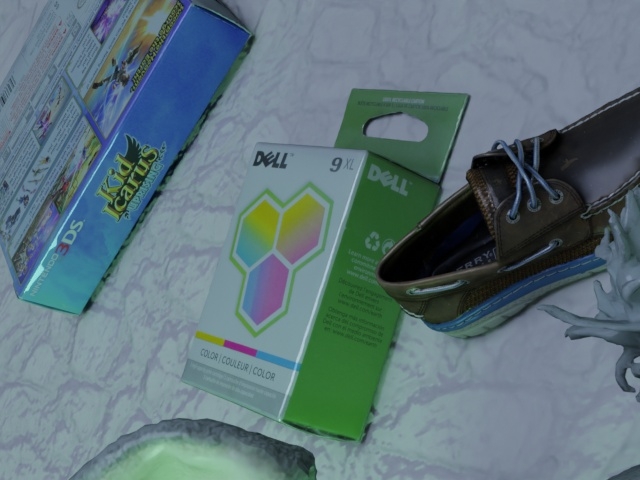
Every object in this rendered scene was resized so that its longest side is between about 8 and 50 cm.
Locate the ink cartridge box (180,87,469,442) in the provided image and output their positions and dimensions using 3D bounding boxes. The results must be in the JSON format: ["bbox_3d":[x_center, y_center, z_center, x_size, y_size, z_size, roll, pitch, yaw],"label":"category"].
[{"bbox_3d":[0.000,0.000,0.672,0.109,0.062,0.209,11,81,53],"label":"ink cartridge box"}]

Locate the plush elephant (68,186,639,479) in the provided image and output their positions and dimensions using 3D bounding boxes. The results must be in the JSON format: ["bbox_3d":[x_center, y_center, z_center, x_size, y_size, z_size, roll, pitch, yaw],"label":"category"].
[{"bbox_3d":[0.045,0.168,0.380,0.255,0.272,0.330,-33,45,43],"label":"plush elephant"}]

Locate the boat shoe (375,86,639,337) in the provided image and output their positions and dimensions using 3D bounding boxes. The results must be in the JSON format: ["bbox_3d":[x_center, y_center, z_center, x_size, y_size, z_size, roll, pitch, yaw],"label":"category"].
[{"bbox_3d":[0.101,-0.014,0.551,0.183,0.066,0.066,-43,44,29],"label":"boat shoe"}]

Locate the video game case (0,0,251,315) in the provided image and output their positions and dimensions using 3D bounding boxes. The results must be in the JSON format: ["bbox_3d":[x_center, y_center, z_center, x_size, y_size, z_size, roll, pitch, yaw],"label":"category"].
[{"bbox_3d":[-0.188,-0.115,0.956,0.269,0.061,0.244,-56,38,16],"label":"video game case"}]
